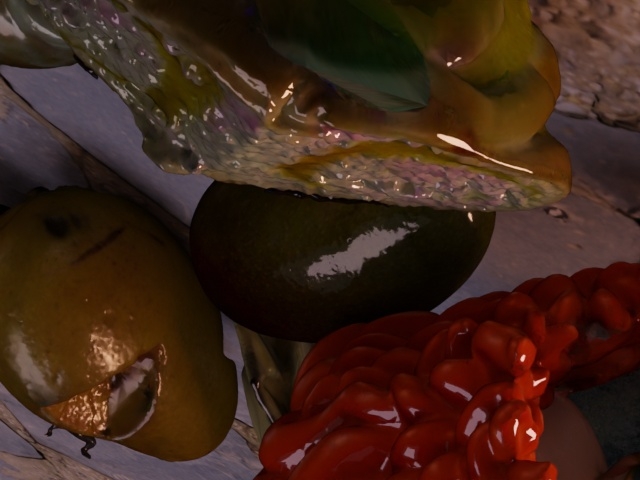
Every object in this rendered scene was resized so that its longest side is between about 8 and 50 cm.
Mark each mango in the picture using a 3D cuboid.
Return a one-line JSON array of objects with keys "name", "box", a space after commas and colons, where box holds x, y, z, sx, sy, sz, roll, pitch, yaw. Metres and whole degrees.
[{"name": "mango", "box": [0.000, 0.000, 1.006, 0.133, 0.111, 0.267, 49, 147, -15]}, {"name": "mango", "box": [-0.153, 0.070, 1.247, 0.130, 0.167, 0.262, -7, 146, 40]}]

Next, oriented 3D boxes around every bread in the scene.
[{"name": "bread", "box": [-0.007, -0.106, 0.723, 0.260, 0.156, 0.158, 8, 170, -18]}]

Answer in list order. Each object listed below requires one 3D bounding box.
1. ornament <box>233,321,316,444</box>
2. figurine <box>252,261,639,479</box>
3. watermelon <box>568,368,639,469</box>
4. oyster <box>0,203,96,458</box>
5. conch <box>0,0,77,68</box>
[{"name": "ornament", "box": [-0.019, 0.141, 1.258, 0.059, 0.180, 0.201, -16, 157, -7]}, {"name": "figurine", "box": [0.167, 0.159, 0.878, 0.411, 0.241, 0.306, 16, 161, 2]}, {"name": "watermelon", "box": [0.272, 0.228, 1.056, 0.322, 0.188, 0.175, 32, 158, -12]}, {"name": "oyster", "box": [-0.233, 0.065, 1.344, 0.337, 0.133, 0.198, 35, -167, -25]}, {"name": "conch", "box": [-0.148, -0.150, 0.886, 0.173, 0.106, 0.116, -15, 113, 35]}]
